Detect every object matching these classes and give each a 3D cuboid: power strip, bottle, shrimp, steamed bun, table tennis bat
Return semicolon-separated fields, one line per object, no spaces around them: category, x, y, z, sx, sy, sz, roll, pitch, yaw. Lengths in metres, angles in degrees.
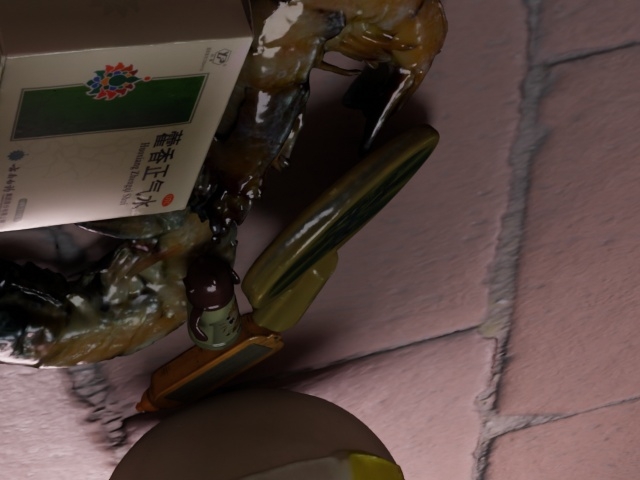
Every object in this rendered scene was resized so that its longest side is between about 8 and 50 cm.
power strip;-0.110;0.120;1.716;0.178;0.028;0.049;-33;150;27
bottle;-0.090;0.050;1.495;0.047;0.063;0.101;-2;147;-1
shrimp;-0.004;-0.110;1.314;0.178;0.075;0.289;-6;138;-28
steamed bun;-0.061;0.307;1.794;0.333;0.334;0.374;-18;159;1
shrimp;-0.212;0.020;1.429;0.233;0.071;0.365;-40;148;27
table tennis bat;0.000;0.000;1.487;0.198;0.050;0.321;-39;172;-28

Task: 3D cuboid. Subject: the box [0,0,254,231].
box;-0.152;-0.102;1.199;0.168;0.095;0.212;-9;152;-23
